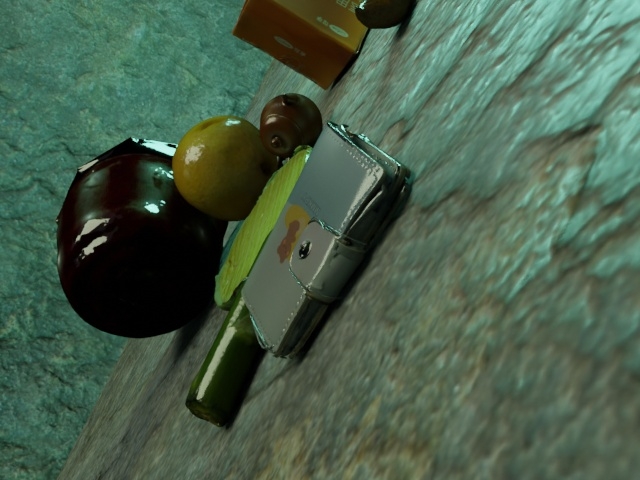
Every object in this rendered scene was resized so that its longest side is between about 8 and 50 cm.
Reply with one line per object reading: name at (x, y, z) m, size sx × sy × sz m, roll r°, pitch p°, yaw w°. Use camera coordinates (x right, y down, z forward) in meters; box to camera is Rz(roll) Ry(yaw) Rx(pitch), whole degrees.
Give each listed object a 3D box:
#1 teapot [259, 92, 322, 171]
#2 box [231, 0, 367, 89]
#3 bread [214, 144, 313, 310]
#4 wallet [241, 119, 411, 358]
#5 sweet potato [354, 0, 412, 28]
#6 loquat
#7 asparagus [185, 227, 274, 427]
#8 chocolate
teapot at (-0.057, -0.184, 1.318) m, size 0.116 × 0.116 × 0.173 m, roll -76°, pitch -5°, yaw -49°
box at (-0.001, -0.493, 1.515) m, size 0.143 × 0.225 × 0.341 m, roll -45°, pitch 20°, yaw 57°
bread at (-0.082, -0.024, 1.228) m, size 0.301 × 0.045 × 0.301 m, roll -54°, pitch 17°, yaw 25°
wallet at (0.000, 0.000, 0.813) m, size 0.231 × 0.069 × 0.170 m, roll -61°, pitch 30°, yaw 14°
sweet potato at (0.115, -0.370, 1.194) m, size 0.226 × 0.068 × 0.068 m, roll -48°, pitch 1°, yaw -44°
loquat at (-0.183, -0.138, 1.491) m, size 0.208 × 0.208 × 0.208 m, roll -56°, pitch 14°, yaw 21°
asparagus at (-0.088, 0.095, 0.965) m, size 0.067 × 0.060 × 0.278 m, roll 122°, pitch 172°, yaw -64°
chocolate at (-0.357, 0.015, 1.569) m, size 0.384 × 0.383 × 0.331 m, roll -59°, pitch 23°, yaw 8°
